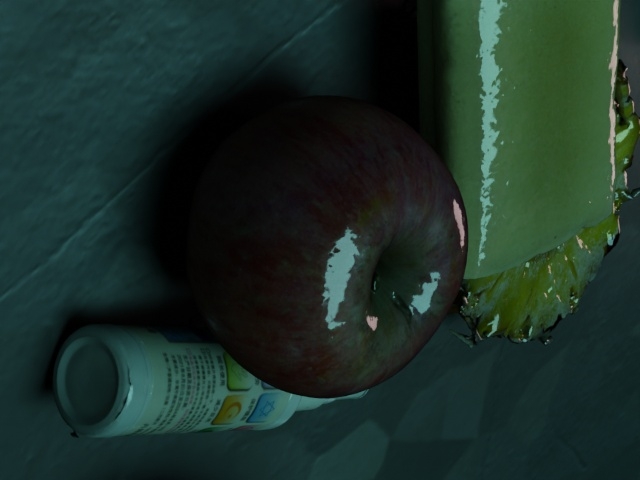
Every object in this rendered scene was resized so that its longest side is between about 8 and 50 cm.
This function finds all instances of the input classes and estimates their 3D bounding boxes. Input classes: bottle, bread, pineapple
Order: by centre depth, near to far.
[{"bbox_3d":[-0.047,0.076,0.953,0.217,0.060,0.060,6,111,-50],"label":"bottle"},{"bbox_3d":[0.109,-0.079,0.966,0.139,0.060,0.178,-22,120,-37],"label":"bread"},{"bbox_3d":[0.130,-0.029,1.104,0.221,0.047,0.221,-29,132,-38],"label":"pineapple"}]

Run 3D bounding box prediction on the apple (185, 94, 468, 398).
[{"bbox_3d":[0.000,0.000,0.903,0.153,0.120,0.153,-23,124,-39],"label":"apple"}]
